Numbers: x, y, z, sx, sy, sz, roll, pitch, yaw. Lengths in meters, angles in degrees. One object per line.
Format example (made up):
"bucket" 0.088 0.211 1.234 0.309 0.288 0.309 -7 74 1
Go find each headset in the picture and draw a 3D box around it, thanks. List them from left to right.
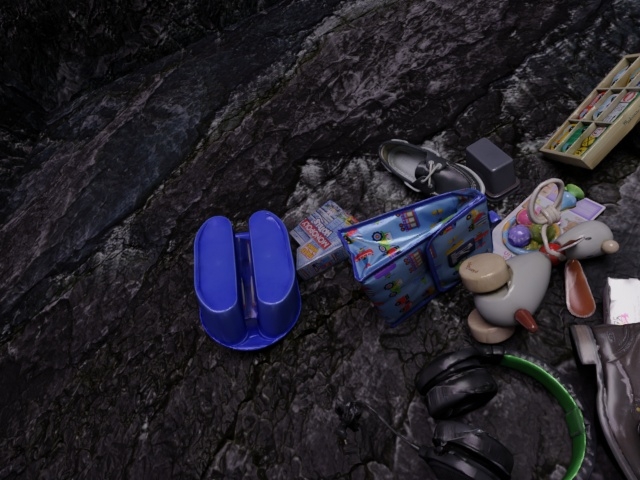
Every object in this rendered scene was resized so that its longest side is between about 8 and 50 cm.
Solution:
"headset" 0.225 0.284 0.683 0.394 0.185 0.244 -4 53 9

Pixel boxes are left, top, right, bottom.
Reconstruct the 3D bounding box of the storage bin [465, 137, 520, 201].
"storage bin" 0.394 -0.172 1.010 0.098 0.091 0.135 -30 47 2

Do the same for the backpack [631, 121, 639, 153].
"backpack" 0.726 -0.279 0.904 0.115 0.152 0.182 14 56 37

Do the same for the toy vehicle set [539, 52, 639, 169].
"toy vehicle set" 0.613 -0.277 0.906 0.267 0.035 0.166 -51 13 12

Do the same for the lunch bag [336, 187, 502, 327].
"lunch bag" 0.216 0.018 0.854 0.293 0.221 0.138 -28 49 8

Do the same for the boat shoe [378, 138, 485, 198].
"boat shoe" 0.257 -0.165 1.048 0.302 0.091 0.114 35 105 45

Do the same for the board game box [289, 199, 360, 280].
"board game box" 0.000 0.000 1.087 0.194 0.060 0.194 -39 49 -7

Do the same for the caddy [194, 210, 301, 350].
"caddy" -0.175 0.091 1.029 0.241 0.179 0.341 -7 52 -8

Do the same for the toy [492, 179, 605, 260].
"toy" 0.456 -0.036 0.901 0.237 0.056 0.137 -39 47 -6

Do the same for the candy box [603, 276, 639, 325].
"candy box" 0.570 0.151 0.680 0.196 0.070 0.165 2 67 27

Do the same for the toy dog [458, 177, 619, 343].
"toy dog" 0.409 0.067 0.766 0.334 0.220 0.161 -46 27 0

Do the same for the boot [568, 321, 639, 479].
"boot" 0.500 0.207 0.591 0.228 0.091 0.263 -14 63 21
